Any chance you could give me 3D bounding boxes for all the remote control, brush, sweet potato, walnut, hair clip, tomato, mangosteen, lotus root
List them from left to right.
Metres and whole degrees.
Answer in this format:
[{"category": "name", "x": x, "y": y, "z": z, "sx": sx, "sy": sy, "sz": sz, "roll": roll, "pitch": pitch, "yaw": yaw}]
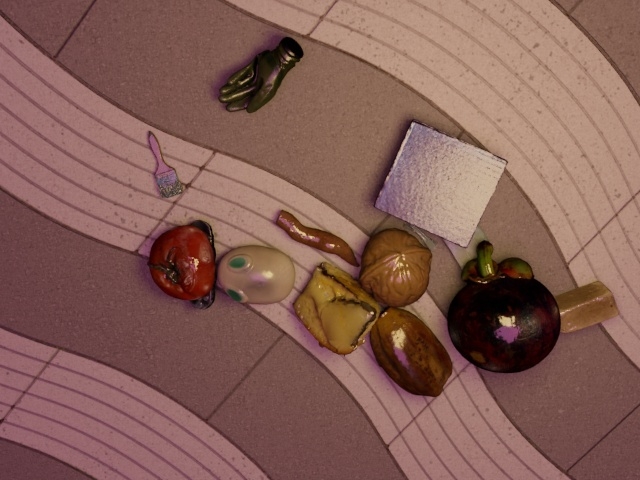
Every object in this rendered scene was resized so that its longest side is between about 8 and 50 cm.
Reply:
[{"category": "brush", "x": -0.452, "y": -0.218, "z": 1.842, "sx": 0.070, "sy": 0.021, "sz": 0.196, "roll": -17, "pitch": 104, "yaw": 4}, {"category": "tomato", "x": -0.403, "y": 0.071, "z": 1.834, "sx": 0.227, "sy": 0.101, "sz": 0.228, "roll": 6, "pitch": 105, "yaw": 24}, {"category": "remote control", "x": -0.344, "y": 0.069, "z": 1.898, "sx": 0.090, "sy": 0.066, "sz": 0.266, "roll": 4, "pitch": 101, "yaw": 11}, {"category": "sweet potato", "x": 0.000, "y": 0.000, "z": 1.872, "sx": 0.281, "sy": 0.059, "sz": 0.067, "roll": 26, "pitch": 113, "yaw": -5}, {"category": "walnut", "x": 0.210, "y": 0.075, "z": 1.801, "sx": 0.227, "sy": 0.228, "sz": 0.228, "roll": 0, "pitch": 105, "yaw": 1}, {"category": "lotus root", "x": 0.252, "y": 0.323, "z": 1.905, "sx": 0.193, "sy": 0.193, "sz": 0.291, "roll": -36, "pitch": 104, "yaw": 10}, {"category": "hair clip", "x": 0.293, "y": -0.014, "z": 1.874, "sx": 0.115, "sy": 0.039, "sz": 0.030, "roll": 41, "pitch": 97, "yaw": -7}, {"category": "mangosteen", "x": 0.499, "y": 0.190, "z": 1.783, "sx": 0.305, "sy": 0.306, "sz": 0.360, "roll": -8, "pitch": 108, "yaw": 3}]

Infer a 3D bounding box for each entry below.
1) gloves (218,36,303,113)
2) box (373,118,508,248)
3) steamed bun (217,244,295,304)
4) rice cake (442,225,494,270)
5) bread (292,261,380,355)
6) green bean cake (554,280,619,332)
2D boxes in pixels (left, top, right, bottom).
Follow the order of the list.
[{"category": "gloves", "x": -0.157, "y": -0.434, "z": 1.732, "sx": 0.268, "sy": 0.107, "sz": 0.135, "roll": -32, "pitch": 71, "yaw": 21}, {"category": "box", "x": 0.325, "y": -0.156, "z": 1.772, "sx": 0.278, "sy": 0.116, "sz": 0.262, "roll": 25, "pitch": 101, "yaw": 4}, {"category": "steamed bun", "x": -0.187, "y": 0.106, "z": 1.867, "sx": 0.228, "sy": 0.131, "sz": 0.177, "roll": 12, "pitch": 107, "yaw": -4}, {"category": "rice cake", "x": 0.403, "y": -0.022, "z": 1.868, "sx": 0.124, "sy": 0.038, "sz": 0.211, "roll": -38, "pitch": 101, "yaw": 11}, {"category": "bread", "x": 0.055, "y": 0.208, "z": 1.876, "sx": 0.262, "sy": 0.162, "sz": 0.204, "roll": 45, "pitch": 107, "yaw": 33}, {"category": "green bean cake", "x": 0.759, "y": 0.196, "z": 1.882, "sx": 0.179, "sy": 0.109, "sz": 0.085, "roll": -23, "pitch": 104, "yaw": 7}]
